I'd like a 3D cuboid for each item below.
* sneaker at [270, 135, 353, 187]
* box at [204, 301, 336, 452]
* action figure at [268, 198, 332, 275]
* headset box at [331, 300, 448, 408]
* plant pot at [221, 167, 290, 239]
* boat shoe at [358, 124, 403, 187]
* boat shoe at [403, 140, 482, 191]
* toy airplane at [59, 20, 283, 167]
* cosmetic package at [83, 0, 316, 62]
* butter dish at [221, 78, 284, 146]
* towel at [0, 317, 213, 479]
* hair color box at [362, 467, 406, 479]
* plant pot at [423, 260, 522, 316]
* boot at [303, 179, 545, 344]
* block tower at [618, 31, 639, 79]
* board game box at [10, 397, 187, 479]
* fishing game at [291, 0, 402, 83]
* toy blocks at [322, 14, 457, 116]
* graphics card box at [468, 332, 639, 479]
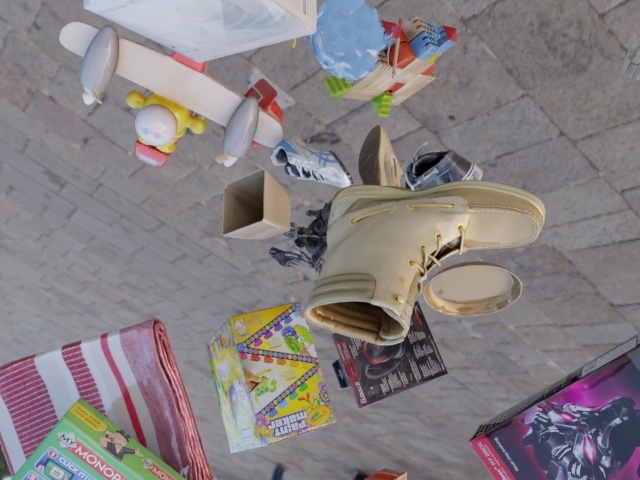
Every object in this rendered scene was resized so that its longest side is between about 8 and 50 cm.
[{"bbox_3d":[-0.019,-0.154,1.257,0.237,0.086,0.085,32,161,45],"label":"sneaker"},{"bbox_3d":[-0.132,0.327,1.392,0.176,0.280,0.290,-9,164,-26],"label":"box"},{"bbox_3d":[0.000,0.000,1.288,0.140,0.164,0.275,6,176,-32],"label":"action figure"},{"bbox_3d":[0.178,0.326,1.670,0.293,0.218,0.110,-22,164,2],"label":"headset box"},{"bbox_3d":[-0.115,-0.057,1.143,0.108,0.109,0.096,-18,151,34],"label":"plant pot"},{"bbox_3d":[0.176,-0.187,1.668,0.098,0.303,0.109,17,144,-27],"label":"boat shoe"},{"bbox_3d":[0.234,-0.148,1.291,0.105,0.113,0.306,40,-179,-11],"label":"boat shoe"},{"bbox_3d":[-0.310,-0.318,1.281,0.385,0.273,0.385,-6,134,18],"label":"toy airplane"},{"bbox_3d":[-0.155,-0.357,0.804,0.223,0.138,0.224,-3,173,31],"label":"cosmetic package"},{"bbox_3d":[-0.145,-0.287,1.438,0.118,0.160,0.160,40,-171,-34],"label":"butter dish"},{"bbox_3d":[-0.328,0.261,0.840,0.328,0.237,0.037,-18,-179,18],"label":"towel"},{"bbox_3d":[0.118,0.511,1.165,0.053,0.093,0.167,0,173,26],"label":"hair color box"},{"bbox_3d":[0.371,0.116,1.466,0.236,0.033,0.236,2,143,2],"label":"plant pot"},{"bbox_3d":[0.122,0.024,0.682,0.261,0.204,0.095,3,134,14],"label":"boot"},{"bbox_3d":[0.816,-0.351,1.278,0.335,0.090,0.097,38,122,34],"label":"block tower"},{"bbox_3d":[-0.245,0.373,0.759,0.317,0.046,0.213,41,108,-6],"label":"board game box"},{"bbox_3d":[0.059,-0.443,1.307,0.263,0.189,0.041,5,-178,-26],"label":"fishing game"},{"bbox_3d":[0.208,-0.479,1.573,0.260,0.191,0.381,-31,167,37],"label":"toy blocks"},{"bbox_3d":[0.460,0.334,0.974,0.371,0.094,0.233,-40,76,26],"label":"graphics card box"}]
